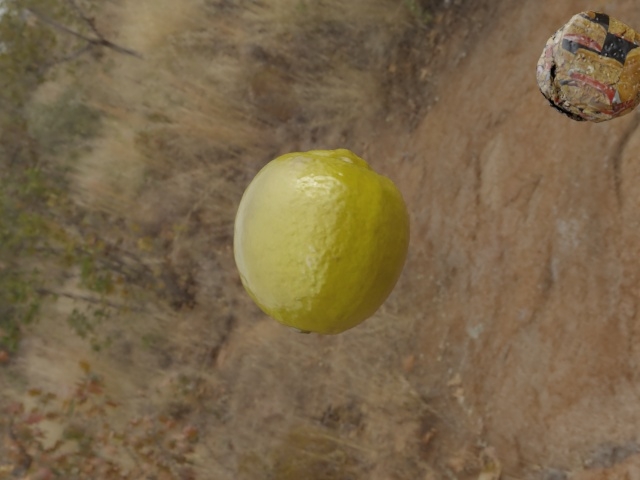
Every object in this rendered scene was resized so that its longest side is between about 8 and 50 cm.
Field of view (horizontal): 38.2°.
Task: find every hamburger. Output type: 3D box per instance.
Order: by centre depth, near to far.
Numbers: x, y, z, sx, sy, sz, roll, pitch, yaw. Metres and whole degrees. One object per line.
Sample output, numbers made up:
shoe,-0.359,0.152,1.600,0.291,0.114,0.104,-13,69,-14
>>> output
hamburger,0.552,-0.344,1.851,0.107,0.230,0.231,123,165,-74

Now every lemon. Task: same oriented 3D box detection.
lemon,0.000,0.000,1.687,0.348,0.347,0.348,-51,26,37
